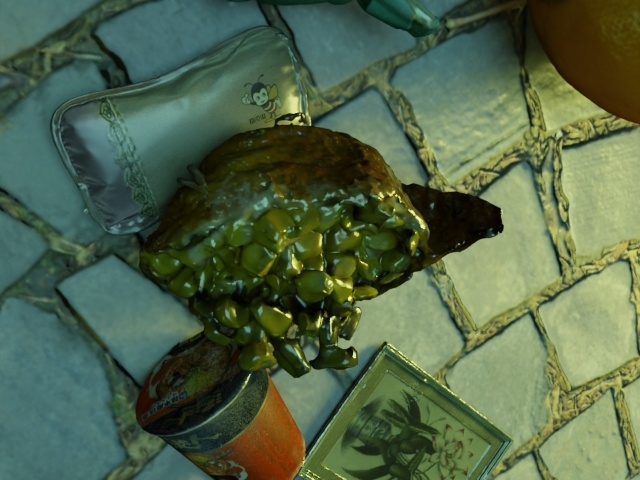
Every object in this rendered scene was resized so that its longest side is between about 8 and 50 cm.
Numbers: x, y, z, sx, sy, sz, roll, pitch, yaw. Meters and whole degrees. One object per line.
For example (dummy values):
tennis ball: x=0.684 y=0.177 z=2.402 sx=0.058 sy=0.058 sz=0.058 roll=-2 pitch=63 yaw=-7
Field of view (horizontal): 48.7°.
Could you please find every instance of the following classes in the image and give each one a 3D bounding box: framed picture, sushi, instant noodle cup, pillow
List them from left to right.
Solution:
pillow: x=-0.113 y=-0.098 z=0.632 sx=0.232 sy=0.038 sz=0.131 roll=-26 pitch=114 yaw=-18
instant noodle cup: x=-0.082 y=0.169 z=0.657 sx=0.127 sy=0.127 sz=0.136 roll=-38 pitch=121 yaw=-12
sushi: x=-0.003 y=0.001 z=0.622 sx=0.296 sy=0.179 sz=0.167 roll=5 pitch=130 yaw=-31
framed picture: x=0.102 y=0.241 z=0.799 sx=0.231 sy=0.010 sz=0.173 roll=37 pitch=85 yaw=-24

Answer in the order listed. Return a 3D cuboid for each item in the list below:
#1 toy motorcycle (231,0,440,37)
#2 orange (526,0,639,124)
toy motorcycle: x=-0.009 y=-0.280 z=0.599 sx=0.296 sy=0.109 sz=0.198 roll=22 pitch=87 yaw=-15
orange: x=0.345 y=-0.258 z=0.654 sx=0.312 sy=0.312 sz=0.312 roll=-4 pitch=102 yaw=-22
